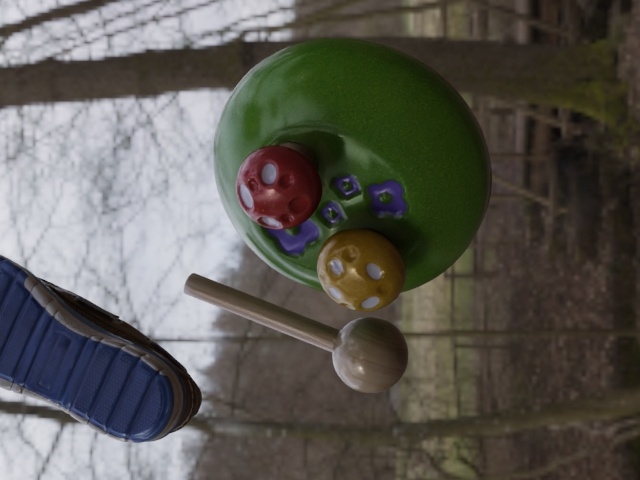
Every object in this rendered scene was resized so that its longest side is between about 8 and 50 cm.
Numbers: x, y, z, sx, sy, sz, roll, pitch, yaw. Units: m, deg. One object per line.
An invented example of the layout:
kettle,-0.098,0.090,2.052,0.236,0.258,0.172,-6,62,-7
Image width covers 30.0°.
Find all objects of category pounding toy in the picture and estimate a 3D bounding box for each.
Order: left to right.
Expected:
pounding toy,0.000,0.000,0.748,0.110,0.182,0.237,-63,-6,-56

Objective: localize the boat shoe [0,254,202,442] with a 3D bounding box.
boat shoe,-0.150,0.063,0.695,0.066,0.183,0.066,-61,-20,4
